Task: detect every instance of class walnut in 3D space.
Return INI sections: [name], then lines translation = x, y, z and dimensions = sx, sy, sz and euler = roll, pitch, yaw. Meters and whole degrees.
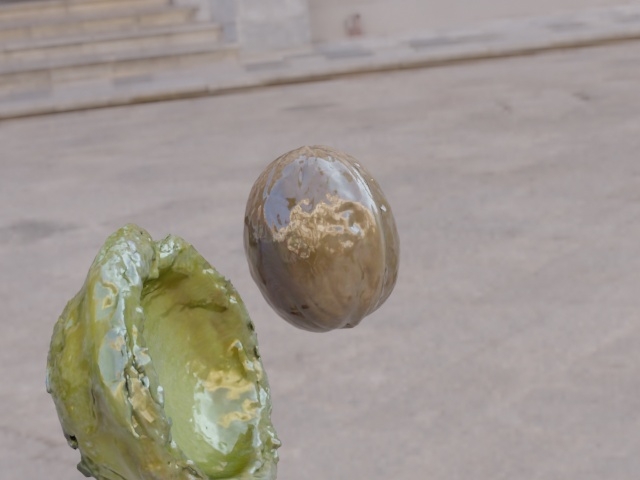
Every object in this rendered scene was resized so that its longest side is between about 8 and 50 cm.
[walnut]
translation = 0.001, -0.001, 1.210
dimensions = 0.140, 0.162, 0.140
euler = -23, -12, -5

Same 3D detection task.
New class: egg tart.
[egg tart]
translation = -0.089, 0.089, 0.796
dimensions = 0.078, 0.197, 0.197
euler = -24, 8, 20
